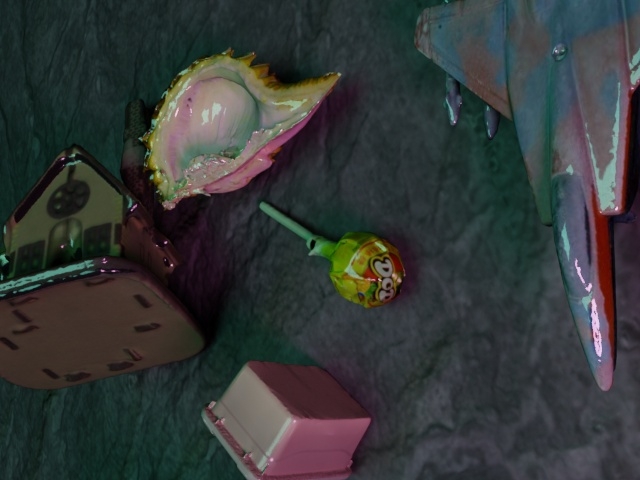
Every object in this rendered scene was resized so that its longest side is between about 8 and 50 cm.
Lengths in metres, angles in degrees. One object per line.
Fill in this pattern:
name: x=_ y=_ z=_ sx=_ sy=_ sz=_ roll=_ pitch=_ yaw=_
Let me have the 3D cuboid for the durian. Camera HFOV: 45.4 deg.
durian: x=-0.062 y=-0.103 z=0.683 sx=0.224 sy=0.078 sz=0.140 roll=-12 pitch=69 yaw=33

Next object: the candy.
candy: x=0.000 y=0.000 z=0.643 sx=0.194 sy=0.058 sz=0.062 roll=32 pitch=144 yaw=50

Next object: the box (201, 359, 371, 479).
box: x=-0.022 y=0.143 z=0.611 sx=0.089 sy=0.122 sz=0.062 roll=41 pitch=105 yaw=37

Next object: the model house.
model house: x=-0.250 y=-0.014 z=0.796 sx=0.218 sy=0.205 sz=0.278 roll=-15 pitch=55 yaw=7

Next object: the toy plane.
toy plane: x=0.154 y=-0.081 z=0.448 sx=0.223 sy=0.104 sz=0.326 roll=-11 pitch=86 yaw=45
